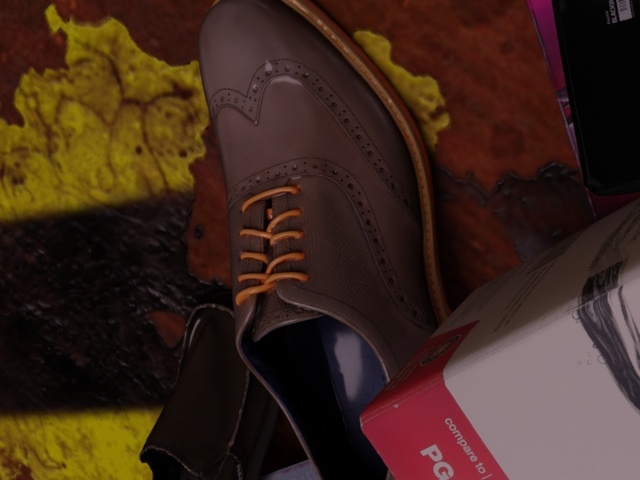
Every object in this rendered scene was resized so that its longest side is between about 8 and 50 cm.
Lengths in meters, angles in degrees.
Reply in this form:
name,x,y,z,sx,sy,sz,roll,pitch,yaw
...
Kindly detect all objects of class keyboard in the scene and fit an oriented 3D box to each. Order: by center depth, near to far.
name,x,y,z,sx,sy,sz,roll,pitch,yaw
keyboard,0.159,-0.121,0.529,0.100,0.038,0.192,-11,85,38

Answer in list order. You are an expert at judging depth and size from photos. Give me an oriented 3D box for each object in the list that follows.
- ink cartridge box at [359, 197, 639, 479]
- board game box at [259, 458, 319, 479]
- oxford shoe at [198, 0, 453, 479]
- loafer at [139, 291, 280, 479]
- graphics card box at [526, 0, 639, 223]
name,x,y,z,sx,sy,sz,roll,pitch,yaw
ink cartridge box,0.161,0.040,0.523,0.237,0.172,0.100,-34,91,34
board game box,-0.048,0.337,0.805,0.318,0.066,0.319,-26,54,33
oxford shoe,0.000,0.000,0.704,0.130,0.132,0.364,-28,82,30
loafer,-0.084,0.143,0.809,0.080,0.078,0.220,-2,78,38
graphics card box,0.231,-0.131,0.579,0.232,0.094,0.371,-12,102,31
